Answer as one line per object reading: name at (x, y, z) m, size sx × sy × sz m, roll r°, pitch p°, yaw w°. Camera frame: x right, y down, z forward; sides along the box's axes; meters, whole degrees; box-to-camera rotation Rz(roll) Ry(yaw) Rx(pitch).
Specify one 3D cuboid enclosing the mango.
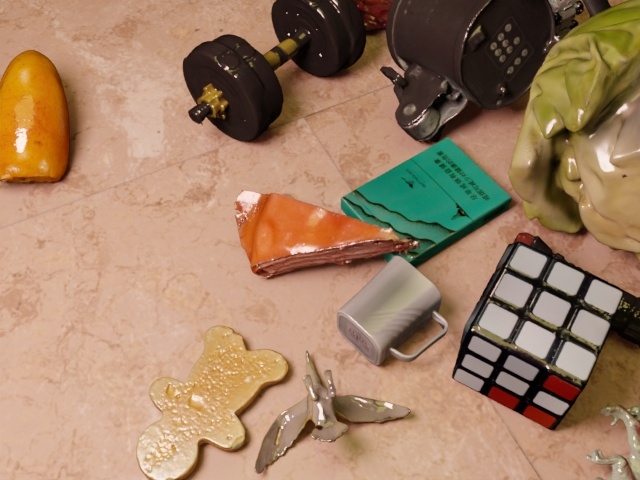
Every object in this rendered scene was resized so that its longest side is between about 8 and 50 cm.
mango at (-0.485, -0.207, 1.212) m, size 0.126 × 0.154 × 0.252 m, roll -1°, pitch 70°, yaw -9°

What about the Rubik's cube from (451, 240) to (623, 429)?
Rubik's cube at (0.285, 0.127, 0.970) m, size 0.163 × 0.162 × 0.160 m, roll 27°, pitch 61°, yaw 16°

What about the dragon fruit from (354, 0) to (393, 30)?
dragon fruit at (0.132, -0.515, 1.422) m, size 0.282 × 0.147 × 0.211 m, roll -33°, pitch 72°, yaw -18°

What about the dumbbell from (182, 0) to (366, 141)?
dumbbell at (-0.076, -0.320, 1.257) m, size 0.185 × 0.185 × 0.388 m, roll 37°, pitch 64°, yaw 22°

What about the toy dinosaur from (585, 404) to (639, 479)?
toy dinosaur at (0.440, 0.278, 0.934) m, size 0.242 × 0.053 × 0.167 m, roll -23°, pitch 61°, yaw -15°

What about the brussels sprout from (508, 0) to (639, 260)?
brussels sprout at (0.520, -0.174, 1.066) m, size 0.425 × 0.342 × 0.361 m, roll 20°, pitch 52°, yaw 10°

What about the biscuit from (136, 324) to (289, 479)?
biscuit at (-0.159, 0.225, 0.985) m, size 0.153 × 0.030 × 0.234 m, roll 26°, pitch 60°, yaw 17°

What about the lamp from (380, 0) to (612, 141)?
lamp at (0.254, -0.364, 1.234) m, size 0.374 × 0.205 × 0.272 m, roll -38°, pitch 47°, yaw 17°

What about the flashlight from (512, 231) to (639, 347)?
flashlight at (0.376, 0.075, 1.053) m, size 0.232 × 0.093 × 0.093 m, roll 30°, pitch 62°, yaw 14°

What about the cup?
cup at (0.109, 0.110, 1.025) m, size 0.129 × 0.095 × 0.128 m, roll -40°, pitch 67°, yaw -20°

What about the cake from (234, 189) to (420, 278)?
cake at (0.002, 0.003, 1.075) m, size 0.287 × 0.098 × 0.135 m, roll 8°, pitch 69°, yaw 21°

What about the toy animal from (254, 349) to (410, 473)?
toy animal at (0.005, 0.204, 0.962) m, size 0.219 × 0.095 × 0.155 m, roll -11°, pitch 61°, yaw -8°

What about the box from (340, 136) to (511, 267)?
box at (0.168, -0.060, 1.166) m, size 0.226 × 0.042 × 0.161 m, roll -31°, pitch 61°, yaw -18°

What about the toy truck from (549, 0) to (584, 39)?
toy truck at (0.443, -0.429, 1.371) m, size 0.076 × 0.111 × 0.077 m, roll -29°, pitch 55°, yaw -19°
